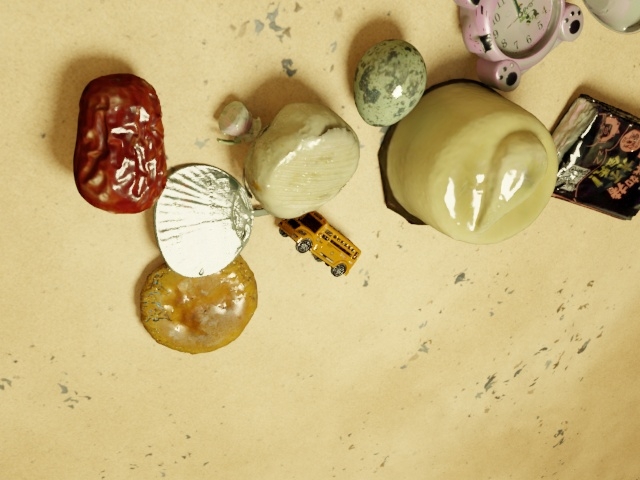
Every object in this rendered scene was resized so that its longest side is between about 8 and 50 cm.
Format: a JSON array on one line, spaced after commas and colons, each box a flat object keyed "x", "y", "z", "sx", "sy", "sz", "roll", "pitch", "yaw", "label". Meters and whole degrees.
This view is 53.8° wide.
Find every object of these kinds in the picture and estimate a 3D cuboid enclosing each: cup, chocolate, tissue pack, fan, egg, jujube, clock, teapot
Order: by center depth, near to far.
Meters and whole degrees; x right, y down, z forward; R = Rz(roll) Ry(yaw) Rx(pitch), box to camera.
[{"x": -0.334, "y": -0.158, "z": 1.055, "sx": 0.155, "sy": 0.155, "sz": 0.230, "roll": -4, "pitch": 117, "yaw": -22, "label": "jujube"}, {"x": -0.151, "y": -0.207, "z": 1.156, "sx": 0.064, "sy": 0.064, "sz": 0.083, "roll": 28, "pitch": 104, "yaw": -44, "label": "teapot"}, {"x": 0.126, "y": -0.290, "z": 1.179, "sx": 0.132, "sy": 0.132, "sz": 0.172, "roll": 0, "pitch": 133, "yaw": -24, "label": "egg"}, {"x": 0.369, "y": -0.438, "z": 1.205, "sx": 0.228, "sy": 0.090, "sz": 0.248, "roll": -40, "pitch": 125, "yaw": -2, "label": "clock"}, {"x": 0.630, "y": -0.556, "z": 1.220, "sx": 0.264, "sy": 0.182, "sz": 0.226, "roll": -38, "pitch": 98, "yaw": -5, "label": "cup"}, {"x": -0.199, "y": -0.065, "z": 1.239, "sx": 0.294, "sy": 0.012, "sz": 0.223, "roll": -38, "pitch": 119, "yaw": -14, "label": "fan"}, {"x": 0.308, "y": -0.129, "z": 1.268, "sx": 0.314, "sy": 0.297, "sz": 0.326, "roll": -16, "pitch": 127, "yaw": -8, "label": "chocolate"}, {"x": 0.672, "y": -0.188, "z": 1.499, "sx": 0.333, "sy": 0.123, "sz": 0.245, "roll": 12, "pitch": 121, "yaw": -26, "label": "tissue pack"}]

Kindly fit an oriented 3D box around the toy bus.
[{"x": 0.000, "y": 0.000, "z": 1.336, "sx": 0.088, "sy": 0.083, "sz": 0.194, "roll": -51, "pitch": 136, "yaw": 2, "label": "toy bus"}]

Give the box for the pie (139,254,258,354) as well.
[{"x": -0.257, "y": 0.130, "z": 1.330, "sx": 0.274, "sy": 0.069, "sz": 0.273, "roll": -8, "pitch": 118, "yaw": -15, "label": "pie"}]

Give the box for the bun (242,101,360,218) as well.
[{"x": -0.042, "y": -0.152, "z": 1.186, "sx": 0.239, "sy": 0.141, "sz": 0.239, "roll": -22, "pitch": 147, "yaw": -15, "label": "bun"}]
